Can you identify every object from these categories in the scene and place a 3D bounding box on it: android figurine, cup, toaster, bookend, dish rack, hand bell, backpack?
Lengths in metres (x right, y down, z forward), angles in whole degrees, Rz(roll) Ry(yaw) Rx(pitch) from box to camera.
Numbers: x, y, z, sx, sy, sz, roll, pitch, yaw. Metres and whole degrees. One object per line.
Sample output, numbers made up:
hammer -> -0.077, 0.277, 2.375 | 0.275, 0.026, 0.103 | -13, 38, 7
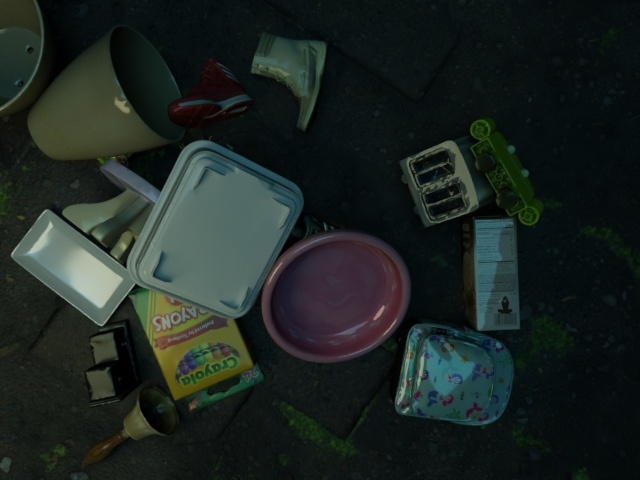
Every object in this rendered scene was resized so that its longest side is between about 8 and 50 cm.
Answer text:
android figurine -> 0.398, -0.151, 1.331 | 0.056, 0.273, 0.248 | -30, 89, 29
cup -> -0.701, -0.404, 1.322 | 0.330, 0.237, 0.331 | 0, 91, 1
toaster -> 0.282, -0.130, 1.360 | 0.185, 0.110, 0.168 | -19, 93, 36
bookend -> -0.471, 0.270, 1.383 | 0.072, 0.156, 0.157 | -12, 91, 1
dish rack -> -0.205, -0.006, 1.261 | 0.285, 0.072, 0.333 | 25, 97, -22
hand bell -> -0.457, 0.453, 1.431 | 0.242, 0.126, 0.126 | -37, 91, 14
backpack -> 0.298, 0.297, 1.378 | 0.253, 0.191, 0.225 | 11, 91, -6

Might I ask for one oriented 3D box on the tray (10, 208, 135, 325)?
tray -> -0.567, 0.062, 1.439 | 0.270, 0.030, 0.145 | 38, 92, -1

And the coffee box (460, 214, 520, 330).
coffee box -> 0.378, 0.068, 1.388 | 0.098, 0.141, 0.247 | -3, 91, 1

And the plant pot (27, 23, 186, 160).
plant pot -> -0.473, -0.281, 1.322 | 0.273, 0.256, 0.257 | -20, 92, 17

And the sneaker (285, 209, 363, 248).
sneaker -> 0.000, 0.000, 1.393 | 0.302, 0.121, 0.108 | 17, 92, -1

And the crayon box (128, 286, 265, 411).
crayon box -> -0.278, 0.222, 1.420 | 0.202, 0.081, 0.319 | -24, 92, 0

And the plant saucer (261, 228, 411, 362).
plant saucer -> 0.031, 0.115, 1.364 | 0.331, 0.084, 0.332 | -6, 118, -10

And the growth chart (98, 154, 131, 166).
growth chart -> -0.458, -0.284, 1.435 | 0.172, 0.021, 0.237 | 39, 91, 0

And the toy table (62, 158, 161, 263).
toy table -> -0.404, -0.036, 1.344 | 0.274, 0.252, 0.161 | 34, 75, 13

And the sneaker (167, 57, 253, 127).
sneaker -> -0.264, -0.328, 1.368 | 0.087, 0.221, 0.128 | -38, 78, 40

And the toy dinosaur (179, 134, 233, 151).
toy dinosaur -> -0.236, -0.181, 1.432 | 0.183, 0.053, 0.093 | 39, 107, 6

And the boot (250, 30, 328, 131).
boot -> -0.078, -0.361, 1.406 | 0.165, 0.077, 0.213 | 10, 87, -1
